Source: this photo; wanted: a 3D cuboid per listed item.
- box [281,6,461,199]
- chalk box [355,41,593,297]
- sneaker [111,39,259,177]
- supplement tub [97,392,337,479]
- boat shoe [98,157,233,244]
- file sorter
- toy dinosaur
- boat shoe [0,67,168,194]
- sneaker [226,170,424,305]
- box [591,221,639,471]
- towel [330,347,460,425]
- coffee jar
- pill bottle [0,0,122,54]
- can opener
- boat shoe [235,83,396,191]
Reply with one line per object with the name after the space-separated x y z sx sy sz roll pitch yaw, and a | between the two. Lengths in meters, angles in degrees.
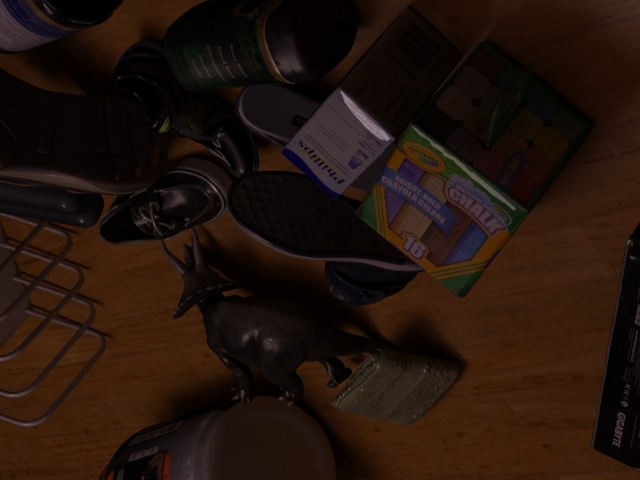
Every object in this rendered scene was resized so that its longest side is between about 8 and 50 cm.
0.046 -0.124 1.592 0.072 0.126 0.137 42 147 -4 | box
0.145 -0.074 1.546 0.132 0.132 0.213 39 147 4 | chalk box
-0.143 -0.127 1.817 0.188 0.078 0.067 42 146 -2 | sneaker
-0.146 0.320 2.207 0.207 0.207 0.338 49 145 -11 | supplement tub
-0.176 -0.033 1.960 0.078 0.070 0.219 52 145 -16 | boat shoe
-0.408 0.076 2.208 0.173 0.193 0.277 17 139 27 | file sorter
-0.056 0.112 1.966 0.313 0.121 0.160 21 155 34 | toy dinosaur
-0.349 -0.114 1.905 0.355 0.132 0.130 17 163 -9 | boat shoe
0.000 0.002 1.749 0.226 0.086 0.163 15 163 -12 | sneaker
0.392 0.130 1.584 0.257 0.079 0.322 23 142 22 | box
0.084 0.165 1.924 0.110 0.027 0.148 11 147 -17 | towel
-0.057 -0.191 1.644 0.184 0.096 0.079 0 123 45 | coffee jar
-0.306 -0.261 1.787 0.219 0.123 0.123 -9 122 49 | pill bottle
-0.371 -0.084 2.070 0.283 0.095 0.076 10 157 35 | can opener
0.000 -0.107 1.724 0.183 0.065 0.083 29 180 -9 | boat shoe
